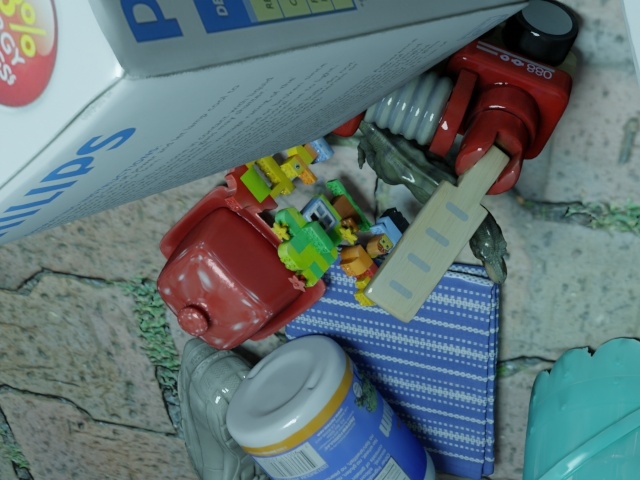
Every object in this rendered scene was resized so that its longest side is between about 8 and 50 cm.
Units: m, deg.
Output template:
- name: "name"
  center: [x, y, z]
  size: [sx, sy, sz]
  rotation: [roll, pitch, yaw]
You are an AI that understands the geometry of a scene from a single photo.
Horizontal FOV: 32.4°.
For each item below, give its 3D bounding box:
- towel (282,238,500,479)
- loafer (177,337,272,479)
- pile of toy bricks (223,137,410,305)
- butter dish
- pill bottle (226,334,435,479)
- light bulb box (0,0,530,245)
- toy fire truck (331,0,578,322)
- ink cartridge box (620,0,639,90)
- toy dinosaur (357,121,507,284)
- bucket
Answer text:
- name: "towel"
  center: [0.080, 0.136, 1.232]
  size: [0.243, 0.040, 0.336]
  rotation: [9, 134, 16]
- name: "loafer"
  center: [-0.115, 0.238, 1.367]
  size: [0.111, 0.112, 0.319]
  rotation: [42, 148, 32]
- name: "pile of toy bricks"
  center: [0.000, 0.000, 1.033]
  size: [0.212, 0.105, 0.118]
  rotation: [51, 150, -16]
- name: "butter dish"
  center: [-0.105, 0.052, 1.139]
  size: [0.160, 0.118, 0.160]
  rotation: [45, 137, -6]
- name: "pill bottle"
  center: [0.032, 0.247, 1.221]
  size: [0.152, 0.152, 0.272]
  rotation: [-20, 121, 35]
- name: "light bulb box"
  center: [-0.121, -0.217, 0.631]
  size: [0.225, 0.361, 0.357]
  rotation: [-31, 85, 40]
- name: "toy fire truck"
  center: [0.068, -0.087, 0.854]
  size: [0.217, 0.246, 0.158]
  rotation: [22, 136, 0]
- name: "ink cartridge box"
  center: [0.373, -0.211, 0.583]
  size: [0.395, 0.285, 0.166]
  rotation: [-5, 130, 25]
- name: "toy dinosaur"
  center: [0.073, -0.069, 0.969]
  size: [0.268, 0.118, 0.064]
  rotation: [40, 97, 9]
- name: "bucket"
  center: [0.331, 0.255, 1.135]
  size: [0.281, 0.183, 0.281]
  rotation: [11, 136, 11]
